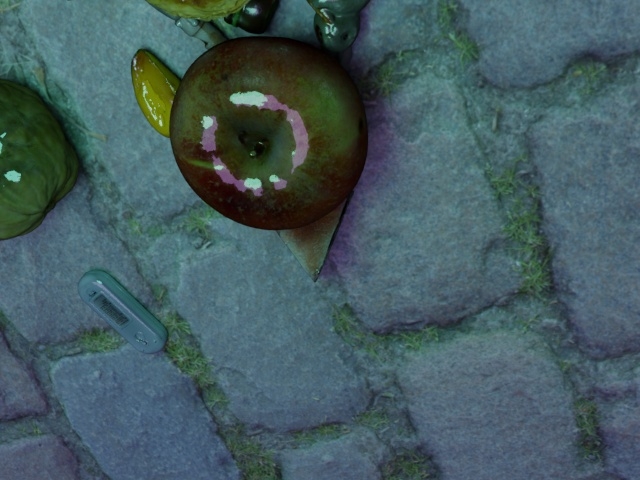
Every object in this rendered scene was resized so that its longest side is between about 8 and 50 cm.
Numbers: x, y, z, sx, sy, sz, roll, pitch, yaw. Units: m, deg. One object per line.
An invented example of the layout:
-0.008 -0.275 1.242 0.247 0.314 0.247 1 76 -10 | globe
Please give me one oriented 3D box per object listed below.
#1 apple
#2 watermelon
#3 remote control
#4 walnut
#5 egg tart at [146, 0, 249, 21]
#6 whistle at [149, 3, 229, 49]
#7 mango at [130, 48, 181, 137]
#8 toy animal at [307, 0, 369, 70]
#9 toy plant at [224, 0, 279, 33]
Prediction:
-0.086 -0.187 1.340 0.348 0.277 0.349 4 116 8 | apple
0.009 -0.007 1.501 0.207 0.202 0.136 -38 145 28 | watermelon
-0.443 0.164 1.731 0.087 0.047 0.244 -36 108 22 | remote control
-0.617 -0.147 1.473 0.282 0.253 0.277 -34 109 26 | walnut
-0.205 -0.499 1.202 0.318 0.128 0.319 15 131 18 | egg tart
-0.247 -0.407 1.358 0.220 0.107 0.057 39 92 -25 | whistle
-0.299 -0.271 1.456 0.101 0.066 0.188 -21 108 29 | mango
0.035 -0.387 1.303 0.138 0.108 0.236 1 119 10 | toy animal
-0.157 -0.424 1.330 0.162 0.093 0.093 26 120 -1 | toy plant
